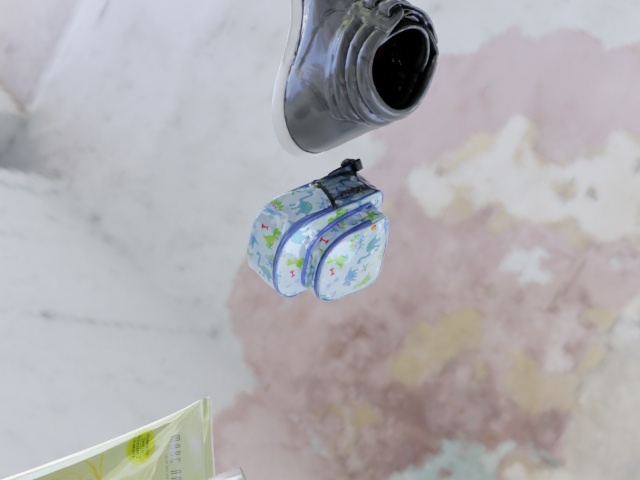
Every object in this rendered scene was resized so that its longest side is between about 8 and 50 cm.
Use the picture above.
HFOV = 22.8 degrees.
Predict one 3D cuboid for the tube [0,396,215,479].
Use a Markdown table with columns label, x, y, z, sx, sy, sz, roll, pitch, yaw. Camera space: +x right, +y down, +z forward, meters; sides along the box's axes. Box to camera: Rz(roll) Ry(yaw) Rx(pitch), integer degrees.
| label | x | y | z | sx | sy | sz | roll | pitch | yaw |
| --- | --- | --- | --- | --- | --- | --- | --- | --- | --- |
| tube | -0.155 | 0.174 | 1.072 | 0.070 | 0.240 | 0.062 | 60 | -141 | -14 |

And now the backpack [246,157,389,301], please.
| label | x | y | z | sx | sy | sz | roll | pitch | yaw |
| --- | --- | --- | --- | --- | --- | --- | --- | --- | --- |
| backpack | 0.000 | 0.000 | 1.378 | 0.114 | 0.105 | 0.084 | -20 | -131 | -30 |

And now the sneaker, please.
| label | x | y | z | sx | sy | sz | roll | pitch | yaw |
| --- | --- | --- | --- | --- | --- | --- | --- | --- | --- |
| sneaker | 0.045 | -0.223 | 1.442 | 0.146 | 0.296 | 0.104 | -6 | 163 | 43 |

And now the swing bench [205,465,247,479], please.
| label | x | y | z | sx | sy | sz | roll | pitch | yaw |
| --- | --- | --- | --- | --- | --- | --- | --- | --- | --- |
| swing bench | -0.095 | 0.235 | 0.532 | 0.165 | 0.253 | 0.255 | 94 | 152 | -77 |
